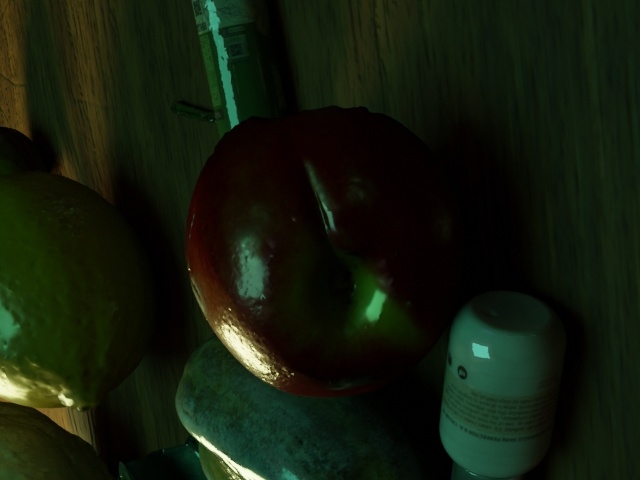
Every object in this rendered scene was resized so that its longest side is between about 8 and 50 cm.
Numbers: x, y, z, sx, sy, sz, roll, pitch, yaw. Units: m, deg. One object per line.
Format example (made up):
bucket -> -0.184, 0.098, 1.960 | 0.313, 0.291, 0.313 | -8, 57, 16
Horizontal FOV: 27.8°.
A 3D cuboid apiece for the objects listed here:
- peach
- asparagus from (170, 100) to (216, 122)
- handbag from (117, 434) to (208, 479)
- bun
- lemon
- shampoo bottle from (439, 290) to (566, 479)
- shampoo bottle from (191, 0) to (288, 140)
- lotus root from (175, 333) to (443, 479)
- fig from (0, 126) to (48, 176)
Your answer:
peach -> 0.000, 0.000, 0.866 | 0.196, 0.190, 0.226 | 43, -174, -17
asparagus -> -0.108, -0.116, 1.178 | 0.114, 0.014, 0.015 | 19, 134, 55
handbag -> -0.086, 0.348, 1.187 | 0.326, 0.089, 0.238 | 61, 163, 17
bun -> -0.349, 0.355, 1.557 | 0.352, 0.227, 0.349 | 41, 134, 42
lemon -> -0.290, 0.048, 1.342 | 0.263, 0.236, 0.236 | 39, 142, 4
shampoo bottle -> 0.113, 0.128, 0.836 | 0.074, 0.074, 0.192 | 38, 134, 48
shampoo bottle -> -0.059, -0.114, 1.045 | 0.065, 0.065, 0.204 | -5, 96, 60
lotus root -> 0.009, 0.164, 0.962 | 0.322, 0.140, 0.158 | 29, 141, 51
fig -> -0.355, -0.055, 1.545 | 0.236, 0.124, 0.124 | 29, 127, 35
